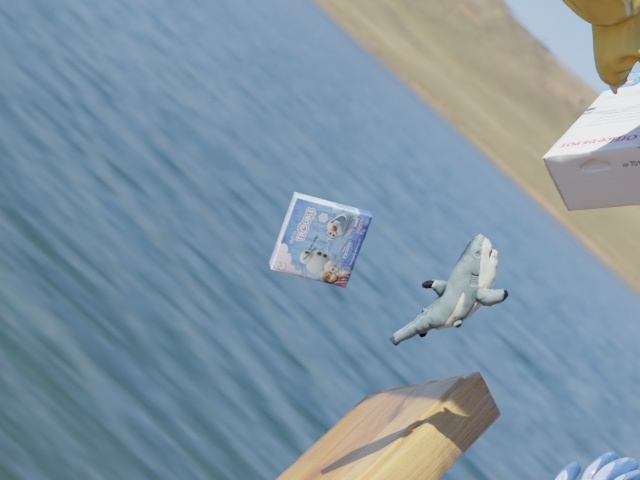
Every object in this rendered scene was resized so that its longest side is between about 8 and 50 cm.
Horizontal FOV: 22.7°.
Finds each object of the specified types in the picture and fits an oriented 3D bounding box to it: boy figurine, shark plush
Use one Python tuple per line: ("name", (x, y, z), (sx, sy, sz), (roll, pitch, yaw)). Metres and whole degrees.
("boy figurine", (0.341, -0.231, 1.654), (0.285, 0.177, 0.092), (14, 31, -39))
("shark plush", (0.146, 0.063, 1.869), (0.067, 0.161, 0.073), (47, 20, -21))

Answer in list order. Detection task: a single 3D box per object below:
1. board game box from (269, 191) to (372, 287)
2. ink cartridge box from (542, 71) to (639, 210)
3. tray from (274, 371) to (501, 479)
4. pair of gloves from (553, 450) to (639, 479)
("board game box", (0.000, 0.000, 1.752), (0.090, 0.090, 0.020), (14, 21, -15))
("ink cartridge box", (0.366, -0.120, 1.825), (0.139, 0.190, 0.082), (-4, -57, 47))
("tray", (0.031, 0.305, 1.975), (0.411, 0.203, 0.076), (-36, 104, -44))
("pair of gloves", (0.292, 0.282, 1.576), (0.198, 0.159, 0.023), (25, -34, 51))
